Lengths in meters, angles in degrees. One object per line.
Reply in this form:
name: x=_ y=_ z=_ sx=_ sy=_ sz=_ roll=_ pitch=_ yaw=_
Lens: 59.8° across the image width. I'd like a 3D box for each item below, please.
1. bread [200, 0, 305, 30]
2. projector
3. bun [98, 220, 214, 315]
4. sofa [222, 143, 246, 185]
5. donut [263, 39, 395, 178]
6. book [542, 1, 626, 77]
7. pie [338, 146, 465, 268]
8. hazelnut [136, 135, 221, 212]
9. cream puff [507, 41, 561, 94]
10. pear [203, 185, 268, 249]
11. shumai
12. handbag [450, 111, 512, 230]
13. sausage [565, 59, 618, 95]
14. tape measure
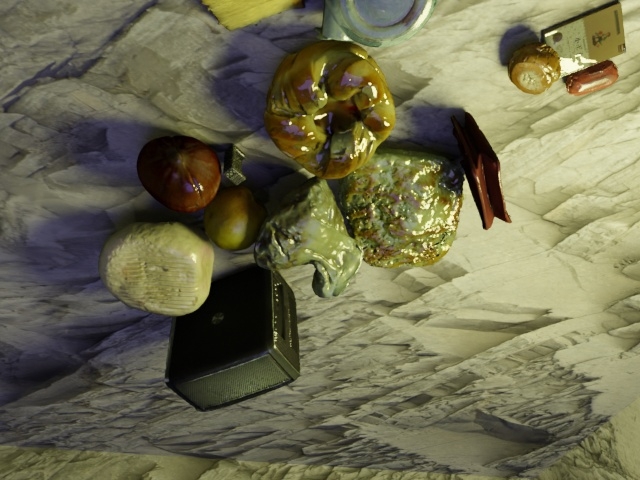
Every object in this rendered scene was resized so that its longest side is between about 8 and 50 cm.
bread: x=-0.133 y=-0.528 z=1.188 sx=0.249 sy=0.315 sz=0.279 roll=-13 pitch=143 yaw=7
projector: x=-0.285 y=0.329 z=1.903 sx=0.405 sy=0.395 sz=0.242 roll=-22 pitch=130 yaw=13
bun: x=-0.504 y=0.076 z=1.769 sx=0.361 sy=0.213 sz=0.360 roll=0 pitch=118 yaw=1
sofa: x=-0.243 y=-0.216 z=1.584 sx=0.039 sy=0.117 sz=0.060 roll=-30 pitch=129 yaw=22
donut: x=0.025 y=-0.336 z=1.473 sx=0.361 sy=0.170 sz=0.360 roll=-2 pitch=133 yaw=-2
book: x=0.696 y=-0.522 z=1.469 sx=0.199 sy=0.016 sz=0.138 roll=-19 pitch=122 yaw=11
pie: x=0.255 y=-0.108 z=1.715 sx=0.396 sy=0.180 sz=0.417 roll=-6 pitch=127 yaw=1
hazelnut: x=-0.389 y=-0.190 z=1.527 sx=0.230 sy=0.229 sz=0.229 roll=-4 pitch=133 yaw=-4
cream puff: x=0.566 y=-0.457 z=1.466 sx=0.126 sy=0.103 sz=0.144 roll=7 pitch=146 yaw=45
pear: x=-0.252 y=-0.068 z=1.677 sx=0.200 sy=0.200 sz=0.200 roll=-4 pitch=133 yaw=-4
shumai: x=0.000 y=0.000 z=1.657 sx=0.288 sy=0.292 sz=0.330 roll=40 pitch=120 yaw=13
handbag: x=0.450 y=-0.198 z=1.583 sx=0.084 sy=0.275 sz=0.260 roll=-19 pitch=131 yaw=12
sausage: x=0.742 y=-0.445 z=1.527 sx=0.141 sy=0.076 sz=0.076 roll=-21 pitch=132 yaw=11
tape measure: x=0.129 y=-0.581 z=1.271 sx=0.275 sy=0.147 sz=0.256 roll=2 pitch=131 yaw=-4
